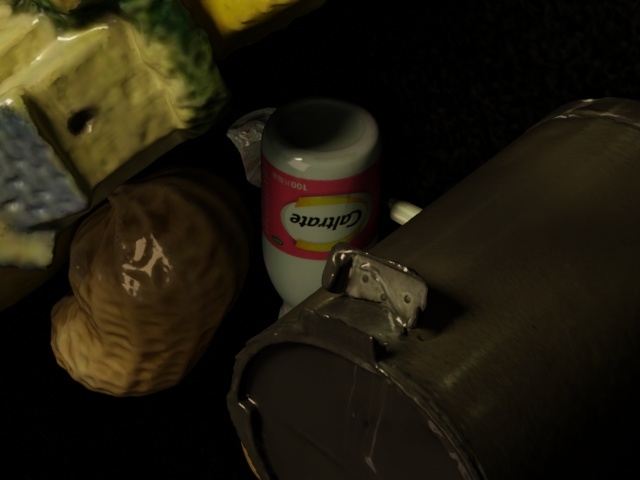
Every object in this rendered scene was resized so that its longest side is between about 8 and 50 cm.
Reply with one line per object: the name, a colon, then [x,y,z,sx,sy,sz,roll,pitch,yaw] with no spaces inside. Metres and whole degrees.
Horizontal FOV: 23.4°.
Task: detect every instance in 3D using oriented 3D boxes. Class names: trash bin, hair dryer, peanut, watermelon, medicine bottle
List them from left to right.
peanut: [-0.156,0.046,1.346,0.153,0.140,0.325,26,145,-13]
watermelon: [-0.045,-0.066,1.205,0.085,0.061,0.085,20,132,24]
medicine bottle: [0.000,0.000,1.184,0.090,0.090,0.216,29,137,30]
hair dryer: [0.087,-0.002,1.138,0.124,0.038,0.063,28,136,39]
trash bin: [0.116,0.066,0.933,0.203,0.301,0.252,17,129,39]

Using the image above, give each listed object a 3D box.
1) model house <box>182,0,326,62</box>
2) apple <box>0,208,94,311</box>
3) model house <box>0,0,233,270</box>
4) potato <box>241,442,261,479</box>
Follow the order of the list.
model house: [-0.065,-0.225,1.008,0.234,0.175,0.193,-23,102,47]
apple: [-0.354,-0.077,1.356,0.319,0.277,0.319,29,138,30]
model house: [-0.262,-0.127,1.045,0.321,0.266,0.261,32,159,52]
potato: [-0.012,0.165,1.316,0.147,0.112,0.112,57,144,7]
